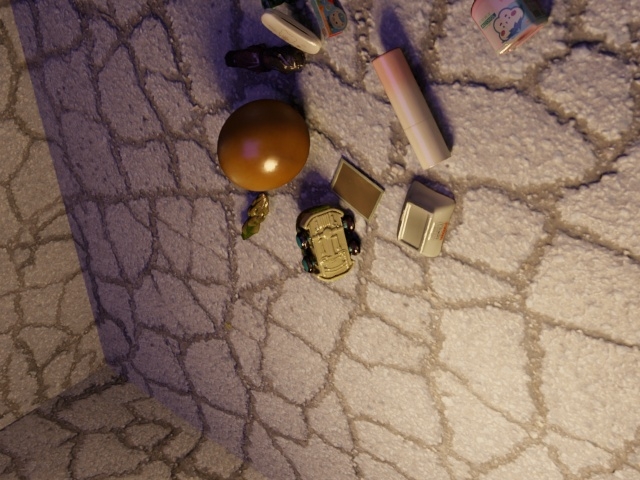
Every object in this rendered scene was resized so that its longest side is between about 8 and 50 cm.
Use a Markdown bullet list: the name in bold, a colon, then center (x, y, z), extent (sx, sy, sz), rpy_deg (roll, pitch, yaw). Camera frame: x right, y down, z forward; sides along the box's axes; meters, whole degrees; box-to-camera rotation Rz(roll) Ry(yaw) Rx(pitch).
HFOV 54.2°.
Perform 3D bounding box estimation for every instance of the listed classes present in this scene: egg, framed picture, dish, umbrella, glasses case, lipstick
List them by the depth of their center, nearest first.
- **lipstick**: center (0.247, -0.356, 1.698), extent (0.087, 0.087, 0.326), rpy_deg (-20, 98, 48)
- **glasses case**: center (-0.085, -0.614, 1.838), extent (0.194, 0.049, 0.074), rpy_deg (28, 165, -14)
- **dish**: center (0.294, -0.050, 1.844), extent (0.151, 0.077, 0.212), rpy_deg (32, 132, 27)
- **umbrella**: center (-0.183, -0.573, 1.987), extent (0.326, 0.090, 0.094), rpy_deg (12, 125, 40)
- **framed picture**: center (0.115, -0.160, 2.003), extent (0.183, 0.011, 0.141), rpy_deg (40, 136, 19)
- **egg**: center (-0.187, -0.301, 2.007), extent (0.351, 0.283, 0.282), rpy_deg (-19, 99, 54)

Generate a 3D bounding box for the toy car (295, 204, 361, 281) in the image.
- **toy car**: center (0.000, 0.000, 2.109), extent (0.198, 0.204, 0.247), rpy_deg (22, 130, 64)

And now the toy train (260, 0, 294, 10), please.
- **toy train**: center (-0.132, -0.751, 1.776), extent (0.159, 0.101, 0.248), rpy_deg (59, 165, -9)

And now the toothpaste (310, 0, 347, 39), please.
- **toothpaste**: center (0.013, -0.676, 1.768), extent (0.193, 0.070, 0.044), rpy_deg (68, 167, -11)

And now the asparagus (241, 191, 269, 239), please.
- **asparagus**: center (-0.238, -0.094, 2.342), extent (0.080, 0.080, 0.287), rpy_deg (45, 145, 15)

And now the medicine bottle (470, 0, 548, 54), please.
- **medicine bottle**: center (0.412, -0.533, 1.425), extent (0.188, 0.094, 0.119), rpy_deg (56, 137, 3)
